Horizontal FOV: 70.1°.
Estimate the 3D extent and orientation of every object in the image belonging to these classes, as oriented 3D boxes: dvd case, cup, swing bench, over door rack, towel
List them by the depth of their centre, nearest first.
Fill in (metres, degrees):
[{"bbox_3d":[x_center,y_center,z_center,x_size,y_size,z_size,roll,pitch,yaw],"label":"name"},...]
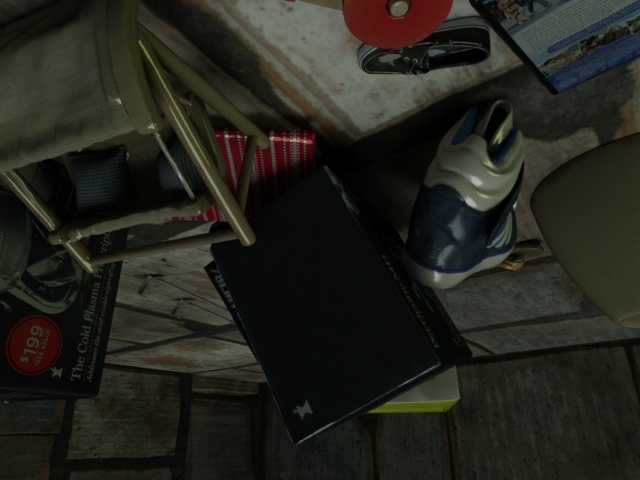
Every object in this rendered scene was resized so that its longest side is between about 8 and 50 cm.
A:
[{"bbox_3d":[0.266,-0.218,0.411,0.180,0.022,0.252,-21,163,38],"label":"dvd case"},{"bbox_3d":[-0.228,-0.106,0.492,0.253,0.165,0.255,-10,145,21],"label":"swing bench"},{"bbox_3d":[-0.144,-0.095,0.678,0.274,0.031,0.199,2,147,0],"label":"towel"},{"bbox_3d":[0.541,0.009,0.743,0.330,0.237,0.331,-1,157,0],"label":"cup"},{"bbox_3d":[-0.284,0.161,1.229,0.323,0.108,0.240,10,158,11],"label":"over door rack"}]

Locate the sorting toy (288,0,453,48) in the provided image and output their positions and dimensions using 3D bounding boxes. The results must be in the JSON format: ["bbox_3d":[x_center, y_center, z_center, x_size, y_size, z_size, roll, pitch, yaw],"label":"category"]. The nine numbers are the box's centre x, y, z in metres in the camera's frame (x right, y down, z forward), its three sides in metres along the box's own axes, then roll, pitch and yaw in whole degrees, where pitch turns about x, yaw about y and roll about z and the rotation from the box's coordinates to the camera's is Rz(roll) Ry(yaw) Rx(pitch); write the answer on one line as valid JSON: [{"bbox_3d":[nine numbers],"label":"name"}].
[{"bbox_3d":[0.024,-0.253,0.305,0.255,0.090,0.257,6,155,-15],"label":"sorting toy"}]

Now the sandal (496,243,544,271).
[{"bbox_3d":[0.430,0.051,1.061,0.180,0.049,0.072,-23,148,39],"label":"sandal"}]

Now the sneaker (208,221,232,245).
[{"bbox_3d":[-0.097,-0.031,0.845,0.234,0.084,0.097,-10,178,21],"label":"sneaker"}]

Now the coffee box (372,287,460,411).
[{"bbox_3d":[0.149,0.258,1.161,0.337,0.335,0.338,-5,156,9],"label":"coffee box"}]

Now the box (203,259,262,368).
[{"bbox_3d":[-0.062,0.166,0.871,0.073,0.293,0.295,-37,163,7],"label":"box"}]

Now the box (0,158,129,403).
[{"bbox_3d":[-0.421,0.005,0.551,0.178,0.344,0.312,-10,155,22],"label":"box"}]

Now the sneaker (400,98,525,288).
[{"bbox_3d":[0.244,-0.082,0.659,0.322,0.130,0.237,-25,139,-47],"label":"sneaker"}]

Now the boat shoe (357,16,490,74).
[{"bbox_3d":[0.109,-0.200,0.488,0.142,0.040,0.049,-8,155,14],"label":"boat shoe"}]

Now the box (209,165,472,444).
[{"bbox_3d":[0.060,0.109,0.739,0.211,0.294,0.395,-34,158,14],"label":"box"}]
